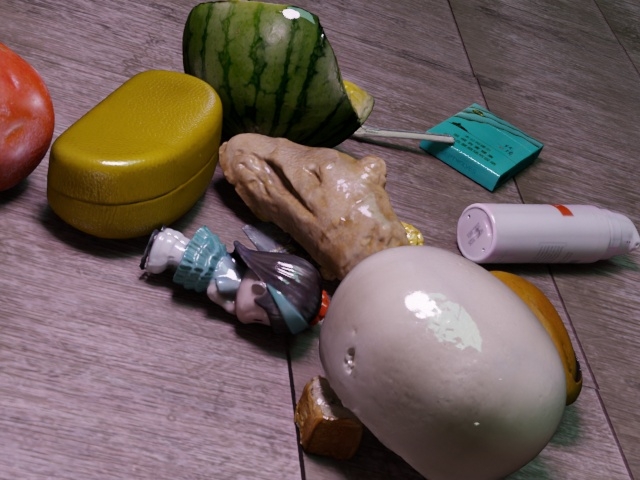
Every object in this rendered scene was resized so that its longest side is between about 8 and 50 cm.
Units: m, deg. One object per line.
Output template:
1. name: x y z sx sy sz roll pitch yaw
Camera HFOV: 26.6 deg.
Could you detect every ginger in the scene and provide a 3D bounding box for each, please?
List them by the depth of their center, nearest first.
1. ginger: -0.012 -0.061 1.962 0.354 0.190 0.126 28 11 29

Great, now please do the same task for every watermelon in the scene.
1. watermelon: -0.087 -0.228 2.109 0.330 0.331 0.189 21 68 -6

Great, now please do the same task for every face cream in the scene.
1. face cream: 0.384 -0.011 2.240 0.345 0.102 0.102 0 38 -37

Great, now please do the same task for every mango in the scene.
1. mango: 0.277 0.145 1.882 0.166 0.136 0.236 9 38 -30

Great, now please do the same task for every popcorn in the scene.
1. popcorn: 0.112 0.016 2.037 0.084 0.084 0.084 18 30 -11

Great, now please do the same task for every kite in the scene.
1. kite: 0.001 -0.001 2.029 0.141 0.015 0.245 44 35 25

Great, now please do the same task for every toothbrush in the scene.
1. toothbrush: 0.099 -0.190 2.363 0.294 0.028 0.026 8 41 -19

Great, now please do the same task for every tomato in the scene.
1. tomato: -0.460 -0.175 1.792 0.232 0.189 0.232 20 31 -13

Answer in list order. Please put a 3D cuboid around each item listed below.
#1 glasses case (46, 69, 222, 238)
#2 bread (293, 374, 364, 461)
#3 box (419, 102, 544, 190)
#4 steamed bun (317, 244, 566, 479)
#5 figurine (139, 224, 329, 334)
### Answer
1. glasses case: -0.244 -0.116 1.906 0.173 0.141 0.371 14 28 10
2. bread: 0.015 0.215 1.642 0.076 0.070 0.083 11 35 -21
3. box: 0.299 -0.175 2.496 0.161 0.042 0.226 35 32 16
4. steamed bun: 0.160 0.140 1.654 0.324 0.206 0.324 39 17 -14
5. figurine: -0.107 0.046 1.791 0.245 0.110 0.138 22 11 7
